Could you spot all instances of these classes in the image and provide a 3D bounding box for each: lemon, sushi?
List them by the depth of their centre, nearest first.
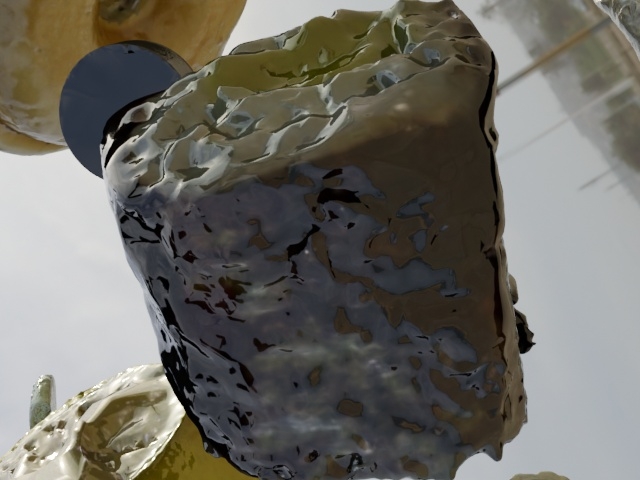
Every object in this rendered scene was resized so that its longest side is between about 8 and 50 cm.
[{"bbox_3d":[0.000,0.003,0.864,0.281,0.299,0.294,-70,-30,-54],"label":"sushi"},{"bbox_3d":[-0.183,0.334,1.233,0.364,0.364,0.364,51,-163,-22],"label":"lemon"}]

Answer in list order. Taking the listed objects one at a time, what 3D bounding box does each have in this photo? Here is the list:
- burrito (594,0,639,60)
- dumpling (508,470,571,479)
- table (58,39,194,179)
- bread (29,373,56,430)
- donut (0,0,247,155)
[{"bbox_3d":[0.280,-0.122,0.871,0.082,0.059,0.275,103,155,-46],"label":"burrito"},{"bbox_3d":[0.268,0.374,1.302,0.258,0.193,0.147,59,175,-2],"label":"dumpling"},{"bbox_3d":[-0.176,-0.120,1.090,0.133,0.133,0.043,56,-164,-5],"label":"table"},{"bbox_3d":[-0.359,0.241,1.500,0.112,0.036,0.193,-102,16,-52],"label":"bread"},{"bbox_3d":[-0.251,-0.290,1.290,0.198,0.449,0.449,31,-176,26],"label":"donut"}]
